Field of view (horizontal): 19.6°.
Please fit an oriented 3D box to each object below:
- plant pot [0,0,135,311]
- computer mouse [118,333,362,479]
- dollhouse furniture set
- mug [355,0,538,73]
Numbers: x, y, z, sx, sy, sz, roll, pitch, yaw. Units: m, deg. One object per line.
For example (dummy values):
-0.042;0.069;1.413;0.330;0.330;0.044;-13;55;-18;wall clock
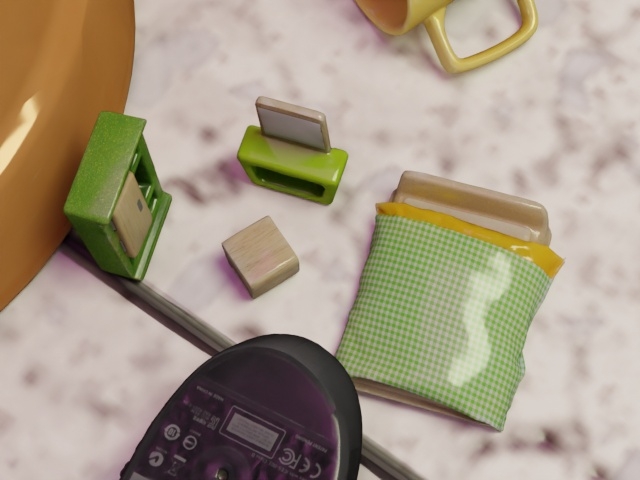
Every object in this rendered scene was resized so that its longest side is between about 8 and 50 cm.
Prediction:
-0.215;-0.104;0.577;0.291;0.203;0.291;-1;67;3;plant pot
-0.058;0.138;0.562;0.071;0.041;0.242;27;79;20;computer mouse
0.000;0.000;0.596;0.152;0.058;0.076;16;70;10;dollhouse furniture set
0.043;-0.106;0.645;0.064;0.078;0.062;-27;36;-16;mug
